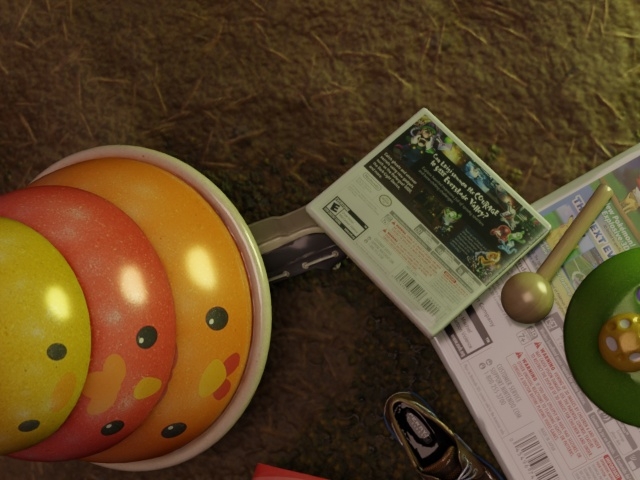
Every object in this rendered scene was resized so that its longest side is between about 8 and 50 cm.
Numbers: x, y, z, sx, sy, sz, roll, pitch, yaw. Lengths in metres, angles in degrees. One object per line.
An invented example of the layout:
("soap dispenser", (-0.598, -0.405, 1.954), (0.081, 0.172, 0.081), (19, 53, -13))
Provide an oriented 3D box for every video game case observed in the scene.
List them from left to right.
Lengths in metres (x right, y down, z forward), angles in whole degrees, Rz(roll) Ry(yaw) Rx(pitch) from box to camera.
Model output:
("video game case", (0.110, -0.021, 1.072), (0.173, 0.022, 0.190), (-40, 72, -12))
("video game case", (0.287, 0.110, 1.061), (0.300, 0.036, 0.329), (-30, 76, 5))

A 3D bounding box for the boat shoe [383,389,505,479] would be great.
("boat shoe", (0.128, 0.231, 1.057), (0.183, 0.066, 0.066), (44, 91, 14))

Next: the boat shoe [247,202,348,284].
("boat shoe", (0.000, 0.000, 1.134), (0.206, 0.075, 0.065), (-16, 121, 3))

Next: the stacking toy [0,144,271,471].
("stacking toy", (-0.285, 0.090, 0.930), (0.350, 0.480, 0.351), (2, 95, 22))

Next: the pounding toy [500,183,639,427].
("pounding toy", (0.306, 0.071, 0.988), (0.237, 0.110, 0.183), (42, 90, 14))

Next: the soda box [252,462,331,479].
("soda box", (0.052, 0.300, 1.024), (0.263, 0.083, 0.092), (8, 62, 21))
